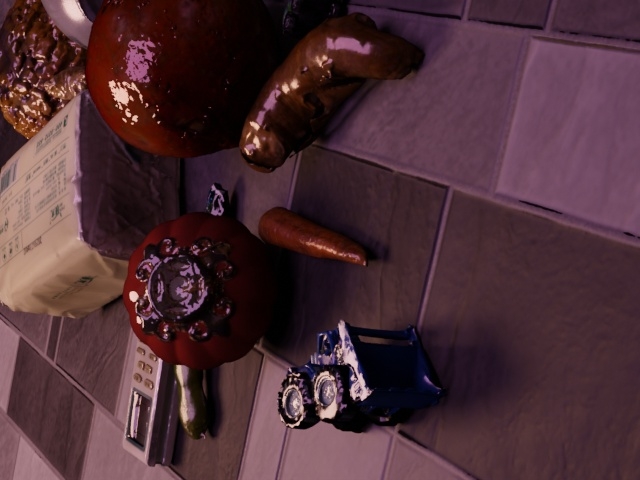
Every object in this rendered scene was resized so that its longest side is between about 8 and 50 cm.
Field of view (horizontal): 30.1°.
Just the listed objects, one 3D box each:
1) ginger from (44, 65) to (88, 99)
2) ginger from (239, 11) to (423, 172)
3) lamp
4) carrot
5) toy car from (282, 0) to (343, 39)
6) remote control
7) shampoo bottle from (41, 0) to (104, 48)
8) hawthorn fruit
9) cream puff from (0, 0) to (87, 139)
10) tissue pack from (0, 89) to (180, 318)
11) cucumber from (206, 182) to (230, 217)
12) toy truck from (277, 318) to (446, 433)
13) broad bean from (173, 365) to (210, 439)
[{"bbox_3d":[-0.351,-0.265,2.008,0.137,0.213,0.074,170,104,-68],"label":"ginger"},{"bbox_3d":[-0.002,-0.209,1.587,0.309,0.107,0.133,-41,38,40],"label":"ginger"},{"bbox_3d":[-0.169,0.071,1.704,0.227,0.227,0.227,-13,74,54],"label":"lamp"},{"bbox_3d":[0.000,0.000,1.600,0.224,0.057,0.057,18,100,52],"label":"carrot"},{"bbox_3d":[0.000,-0.351,1.625,0.062,0.071,0.165,-105,31,-46],"label":"toy car"},{"bbox_3d":[-0.267,0.220,1.944,0.103,0.055,0.277,15,97,56],"label":"remote control"},{"bbox_3d":[-0.331,-0.440,1.953,0.266,0.273,0.273,34,113,61],"label":"shampoo bottle"},{"bbox_3d":[-0.206,-0.259,1.739,0.316,0.316,0.316,-13,74,54],"label":"hawthorn fruit"},{"bbox_3d":[-0.479,-0.342,2.194,0.327,0.231,0.343,30,109,57],"label":"cream puff"},{"bbox_3d":[-0.406,-0.051,2.057,0.380,0.207,0.297,-25,63,51],"label":"tissue pack"},{"bbox_3d":[-0.165,0.039,1.835,0.043,0.044,0.257,5,89,32],"label":"cucumber"},{"bbox_3d":[0.046,0.164,1.448,0.208,0.113,0.126,-21,67,52],"label":"toy truck"},{"bbox_3d":[-0.215,0.185,1.850,0.052,0.052,0.256,-28,76,58],"label":"broad bean"}]
